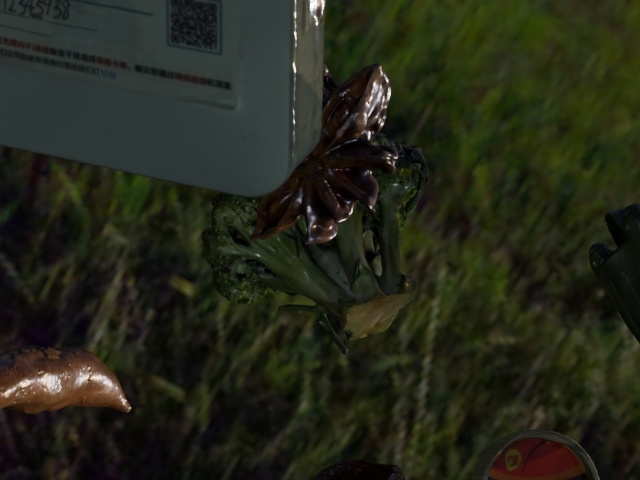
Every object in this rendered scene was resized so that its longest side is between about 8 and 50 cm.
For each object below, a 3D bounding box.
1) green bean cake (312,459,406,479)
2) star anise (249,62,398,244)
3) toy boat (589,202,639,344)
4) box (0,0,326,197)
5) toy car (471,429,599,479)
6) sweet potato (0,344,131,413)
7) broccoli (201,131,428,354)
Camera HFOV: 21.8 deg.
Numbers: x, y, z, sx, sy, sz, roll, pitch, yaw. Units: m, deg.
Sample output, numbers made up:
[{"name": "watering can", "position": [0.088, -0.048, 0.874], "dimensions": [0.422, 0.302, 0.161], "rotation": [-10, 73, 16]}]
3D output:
[{"name": "green bean cake", "position": [0.004, 0.297, 1.532], "dimensions": [0.097, 0.198, 0.232], "rotation": [6, 36, 33]}, {"name": "star anise", "position": [-0.005, -0.101, 1.862], "dimensions": [0.220, 0.214, 0.099], "rotation": [-6, -7, 37]}, {"name": "toy boat", "position": [0.275, 0.067, 1.276], "dimensions": [0.052, 0.104, 0.210], "rotation": [-24, 73, -25]}, {"name": "box", "position": [-0.190, -0.256, 1.560], "dimensions": [0.396, 0.396, 0.111], "rotation": [12, 34, 16]}, {"name": "toy car", "position": [0.255, 0.332, 1.948], "dimensions": [0.235, 0.235, 0.145], "rotation": [25, -14, -11]}, {"name": "sweet potato", "position": [-0.374, 0.185, 2.225], "dimensions": [0.106, 0.095, 0.354], "rotation": [53, 15, 21]}, {"name": "broccoli", "position": [0.000, 0.000, 2.130], "dimensions": [0.321, 0.304, 0.283], "rotation": [-21, 57, -15]}]
